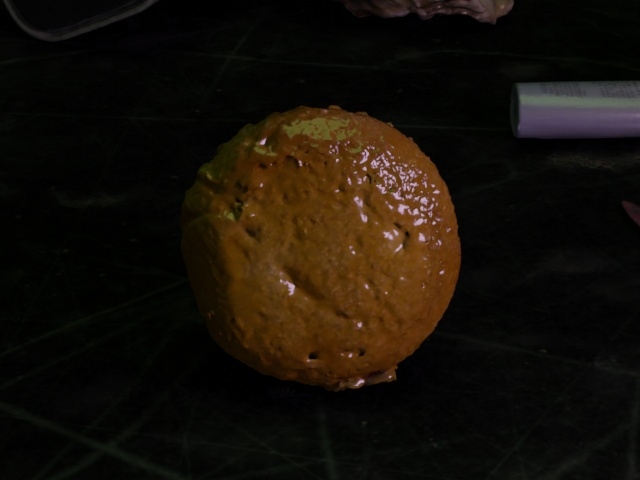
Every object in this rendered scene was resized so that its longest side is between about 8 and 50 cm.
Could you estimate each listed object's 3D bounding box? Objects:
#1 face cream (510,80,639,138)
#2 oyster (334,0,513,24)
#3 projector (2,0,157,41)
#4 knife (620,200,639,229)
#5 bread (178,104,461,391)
[{"bbox_3d":[0.300,-0.137,1.829,0.198,0.057,0.084,0,27,-1],"label":"face cream"},{"bbox_3d":[0.072,-0.339,2.142,0.351,0.114,0.238,17,26,20],"label":"oyster"},{"bbox_3d":[-0.249,-0.406,2.085,0.248,0.248,0.249,-14,19,37],"label":"projector"},{"bbox_3d":[0.346,0.015,1.606,0.035,0.018,0.247,-19,31,-22],"label":"knife"},{"bbox_3d":[0.000,-0.001,1.439,0.240,0.240,0.139,-2,18,-2],"label":"bread"}]
